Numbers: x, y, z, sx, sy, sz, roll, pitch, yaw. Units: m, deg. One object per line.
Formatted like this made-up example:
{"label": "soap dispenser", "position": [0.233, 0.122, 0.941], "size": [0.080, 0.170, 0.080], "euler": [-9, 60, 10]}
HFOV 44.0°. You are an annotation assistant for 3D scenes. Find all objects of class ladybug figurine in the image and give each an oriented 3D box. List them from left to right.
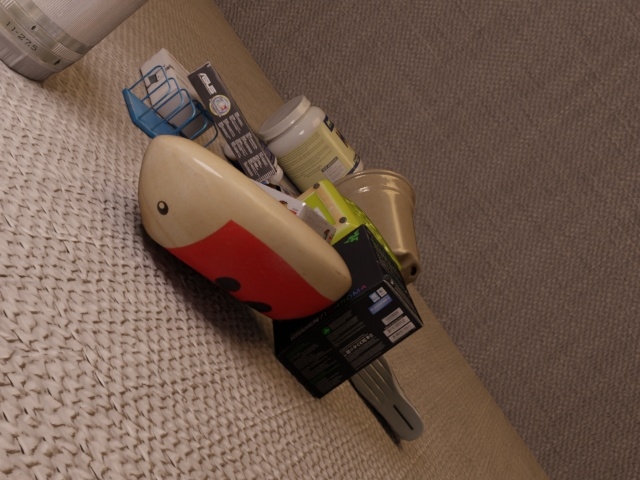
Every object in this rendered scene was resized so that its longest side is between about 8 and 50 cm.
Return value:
{"label": "ladybug figurine", "position": [-0.127, 0.003, 1.303], "size": [0.449, 0.162, 0.305], "euler": [39, -6, -36]}

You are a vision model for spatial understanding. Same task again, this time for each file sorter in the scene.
{"label": "file sorter", "position": [-0.311, -0.264, 1.664], "size": [0.170, 0.104, 0.118], "euler": [43, 15, -47]}

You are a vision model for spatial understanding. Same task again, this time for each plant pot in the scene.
{"label": "plant pot", "position": [0.013, 0.013, 1.798], "size": [0.207, 0.228, 0.227], "euler": [48, 8, -46]}
{"label": "plant pot", "position": [0.175, -0.001, 2.511], "size": [0.334, 0.333, 0.306], "euler": [43, 26, -44]}

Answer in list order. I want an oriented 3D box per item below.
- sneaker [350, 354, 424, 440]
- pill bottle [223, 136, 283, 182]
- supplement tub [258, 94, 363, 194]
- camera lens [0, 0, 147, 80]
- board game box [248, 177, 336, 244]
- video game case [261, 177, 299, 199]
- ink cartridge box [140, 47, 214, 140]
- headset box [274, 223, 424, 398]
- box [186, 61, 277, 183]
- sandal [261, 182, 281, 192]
{"label": "sneaker", "position": [0.134, 0.334, 1.767], "size": [0.258, 0.094, 0.091], "euler": [58, -8, 3]}
{"label": "pill bottle", "position": [-0.176, -0.217, 2.144], "size": [0.169, 0.094, 0.094], "euler": [44, 14, -42]}
{"label": "supplement tub", "position": [-0.034, -0.304, 2.679], "size": [0.325, 0.235, 0.235], "euler": [50, 11, -20]}
{"label": "camera lens", "position": [-0.407, -0.415, 1.246], "size": [0.219, 0.274, 0.219], "euler": [51, 11, -13]}
{"label": "board game box", "position": [-0.132, -0.082, 1.585], "size": [0.305, 0.053, 0.193], "euler": [25, -5, 23]}
{"label": "video game case", "position": [-0.069, -0.036, 2.116], "size": [0.270, 0.061, 0.244], "euler": [58, 13, 25]}
{"label": "ink cartridge box", "position": [-0.339, -0.344, 1.870], "size": [0.139, 0.082, 0.191], "euler": [44, 12, -44]}
{"label": "headset box", "position": [0.041, 0.125, 1.541], "size": [0.131, 0.246, 0.283], "euler": [50, 11, -22]}
{"label": "box", "position": [-0.187, -0.249, 1.731], "size": [0.270, 0.060, 0.216], "euler": [59, 0, -6]}
{"label": "sandal", "position": [-0.109, -0.092, 1.904], "size": [0.302, 0.086, 0.120], "euler": [20, 29, -32]}
